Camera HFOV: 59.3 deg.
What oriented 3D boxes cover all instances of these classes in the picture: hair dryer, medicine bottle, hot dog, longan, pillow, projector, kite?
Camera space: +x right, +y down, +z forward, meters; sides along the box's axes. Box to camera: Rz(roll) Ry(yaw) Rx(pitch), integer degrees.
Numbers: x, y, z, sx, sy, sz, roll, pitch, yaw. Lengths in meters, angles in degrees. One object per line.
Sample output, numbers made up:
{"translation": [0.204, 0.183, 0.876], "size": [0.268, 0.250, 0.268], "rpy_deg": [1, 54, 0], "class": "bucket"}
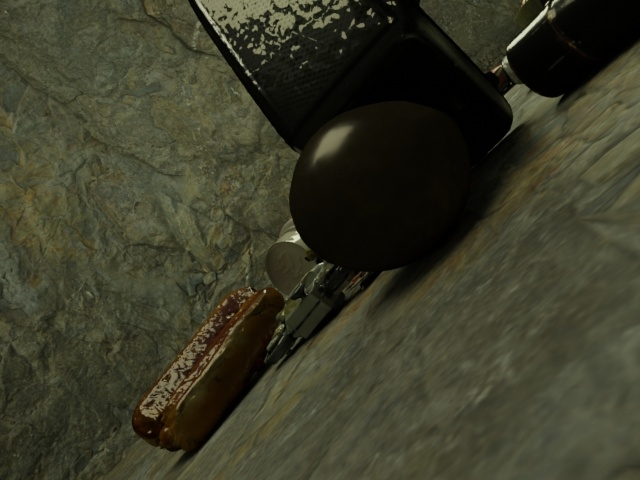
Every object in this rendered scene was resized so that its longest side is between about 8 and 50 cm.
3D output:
{"translation": [0.306, -0.388, 0.743], "size": [0.107, 0.352, 0.189], "rpy_deg": [-2, -23, -30], "class": "hair dryer"}
{"translation": [0.000, 0.000, 1.280], "size": [0.170, 0.170, 0.293], "rpy_deg": [-44, 1, 38], "class": "medicine bottle"}
{"translation": [-0.175, 0.222, 0.989], "size": [0.158, 0.117, 0.349], "rpy_deg": [-8, 34, 39], "class": "hot dog"}
{"translation": [0.067, -0.058, 0.630], "size": [0.212, 0.198, 0.198], "rpy_deg": [-22, 4, 6], "class": "longan"}
{"translation": [0.522, -0.468, 1.683], "size": [0.171, 0.075, 0.179], "rpy_deg": [-51, -6, 39], "class": "pillow"}
{"translation": [0.051, -0.293, 0.867], "size": [0.242, 0.405, 0.395], "rpy_deg": [-46, -31, 23], "class": "projector"}
{"translation": [0.104, 0.020, 0.893], "size": [0.189, 0.009, 0.232], "rpy_deg": [-46, 0, 24], "class": "kite"}

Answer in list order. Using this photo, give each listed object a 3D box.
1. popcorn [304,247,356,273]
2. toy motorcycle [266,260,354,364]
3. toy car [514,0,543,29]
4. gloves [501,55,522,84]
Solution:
{"translation": [0.048, -0.033, 1.071], "size": [0.173, 0.168, 0.195], "rpy_deg": [9, 56, 42], "class": "popcorn"}
{"translation": [-0.011, 0.092, 0.885], "size": [0.228, 0.074, 0.151], "rpy_deg": [-54, 3, 20], "class": "toy motorcycle"}
{"translation": [0.500, -0.506, 1.154], "size": [0.235, 0.145, 0.235], "rpy_deg": [-38, -6, -5], "class": "toy car"}
{"translation": [0.460, -0.402, 1.106], "size": [0.229, 0.097, 0.119], "rpy_deg": [-51, 1, 39], "class": "gloves"}
